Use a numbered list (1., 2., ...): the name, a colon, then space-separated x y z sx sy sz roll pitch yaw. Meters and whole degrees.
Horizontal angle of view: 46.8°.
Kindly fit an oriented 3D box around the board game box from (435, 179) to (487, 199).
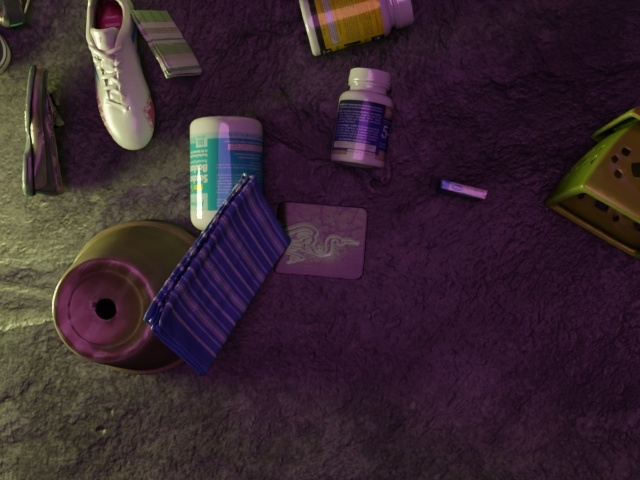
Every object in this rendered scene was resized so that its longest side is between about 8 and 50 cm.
1. board game box: 0.279 -0.098 1.470 0.090 0.090 0.020 13 89 3

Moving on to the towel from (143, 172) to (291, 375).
1. towel: -0.175 0.070 1.372 0.040 0.243 0.336 20 66 29

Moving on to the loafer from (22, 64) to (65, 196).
1. loafer: -0.565 -0.223 1.526 0.084 0.096 0.267 3 98 -17

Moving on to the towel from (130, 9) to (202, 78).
1. towel: -0.312 -0.398 1.496 0.023 0.113 0.152 -33 88 31

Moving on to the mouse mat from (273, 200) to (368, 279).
1. mouse mat: 0.000 0.000 1.530 0.190 0.007 0.152 4 91 4

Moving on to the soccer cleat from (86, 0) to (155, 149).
1. soccer cleat: -0.415 -0.348 1.479 0.116 0.143 0.331 -10 90 3

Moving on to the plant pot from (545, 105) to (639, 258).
1. plant pot: 0.596 -0.112 1.392 0.227 0.228 0.207 31 85 2

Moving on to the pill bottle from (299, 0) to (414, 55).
1. pill bottle: 0.071 -0.449 1.463 0.209 0.119 0.119 -14 90 4

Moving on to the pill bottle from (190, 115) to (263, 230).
1. pill bottle: -0.185 -0.108 1.468 0.146 0.146 0.263 -1 90 3

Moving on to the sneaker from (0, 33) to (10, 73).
1. sneaker: -0.791 -0.457 1.509 0.321 0.127 0.126 38 91 1

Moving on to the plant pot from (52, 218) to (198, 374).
1. plant pot: -0.364 0.117 1.415 0.324 0.280 0.322 0 91 2

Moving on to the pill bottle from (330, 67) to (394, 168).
1. pill bottle: 0.087 -0.241 1.468 0.112 0.112 0.186 9 92 3

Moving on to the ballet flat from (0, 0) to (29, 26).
1. ballet flat: -0.636 -0.540 1.532 0.074 0.074 0.203 -5 84 3
